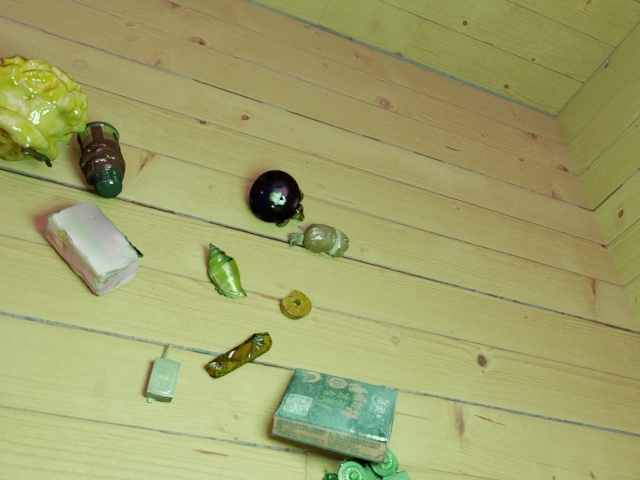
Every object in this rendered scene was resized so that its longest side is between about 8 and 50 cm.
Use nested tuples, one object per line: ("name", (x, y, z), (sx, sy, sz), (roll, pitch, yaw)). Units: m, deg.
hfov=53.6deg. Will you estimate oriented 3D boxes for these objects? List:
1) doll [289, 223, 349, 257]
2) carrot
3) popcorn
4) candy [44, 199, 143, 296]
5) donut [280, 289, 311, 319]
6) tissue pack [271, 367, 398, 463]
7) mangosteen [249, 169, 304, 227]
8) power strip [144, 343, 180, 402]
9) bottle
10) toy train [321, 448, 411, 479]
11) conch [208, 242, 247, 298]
("doll", (-0.002, -0.007, 2.257), (0.221, 0.115, 0.105), (13, 57, -11))
("carrot", (-0.235, 0.336, 1.857), (0.228, 0.069, 0.069), (-26, 68, -41))
("popcorn", (-0.880, -0.372, 1.916), (0.349, 0.349, 0.382), (0, 50, -30))
("candy", (-0.661, 0.017, 1.845), (0.265, 0.116, 0.155), (45, 46, 11))
("donut", (-0.081, 0.215, 2.059), (0.108, 0.043, 0.097), (-25, 68, -43))
("tissue pack", (0.047, 0.478, 1.758), (0.315, 0.103, 0.228), (11, 27, 11))
("mangosteen", (-0.143, -0.142, 2.248), (0.230, 0.194, 0.194), (35, 36, -39))
("power strip", (-0.427, 0.362, 1.735), (0.075, 0.042, 0.175), (16, 47, -15))
("bottle", (-0.701, -0.247, 2.041), (0.156, 0.143, 0.271), (42, 20, -55))
("toy train", (0.126, 0.679, 1.706), (0.266, 0.145, 0.202), (-13, 63, -37))
("conch", (-0.308, 0.099, 2.014), (0.095, 0.079, 0.201), (-16, 69, -17))
